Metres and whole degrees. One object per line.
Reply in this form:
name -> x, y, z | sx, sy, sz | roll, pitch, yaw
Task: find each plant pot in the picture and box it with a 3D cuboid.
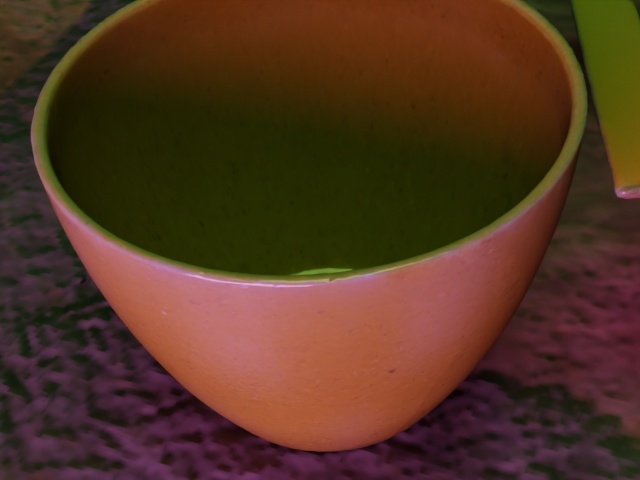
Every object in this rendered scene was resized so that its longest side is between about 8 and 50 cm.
plant pot -> 0.000, 0.000, 0.386 | 0.134, 0.095, 0.134 | -3, 41, 3

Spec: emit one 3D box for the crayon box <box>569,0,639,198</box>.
crayon box -> 0.230, -0.059, 0.439 | 0.319, 0.081, 0.202 | -2, 41, 3
